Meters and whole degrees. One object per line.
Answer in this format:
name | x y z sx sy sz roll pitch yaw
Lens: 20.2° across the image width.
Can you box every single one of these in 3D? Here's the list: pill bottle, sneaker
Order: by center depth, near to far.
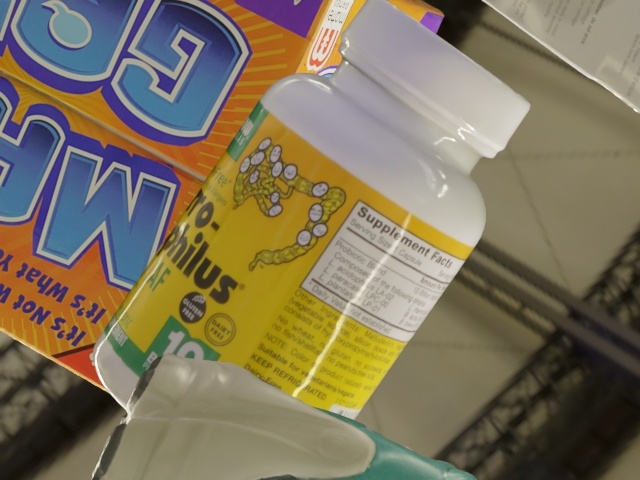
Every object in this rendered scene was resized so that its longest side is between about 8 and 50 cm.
sneaker | -0.003 0.153 0.502 0.110 0.275 0.107 12 -136 16
pill bottle | 0.000 0.000 0.805 0.208 0.117 0.117 -55 -134 7

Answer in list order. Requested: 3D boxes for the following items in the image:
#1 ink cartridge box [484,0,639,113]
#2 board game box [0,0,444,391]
ink cartridge box | 0.138 -0.250 1.198 0.371 0.069 0.176 43 -53 31
board game box | -0.161 -0.119 1.513 0.356 0.356 0.356 28 -80 14
